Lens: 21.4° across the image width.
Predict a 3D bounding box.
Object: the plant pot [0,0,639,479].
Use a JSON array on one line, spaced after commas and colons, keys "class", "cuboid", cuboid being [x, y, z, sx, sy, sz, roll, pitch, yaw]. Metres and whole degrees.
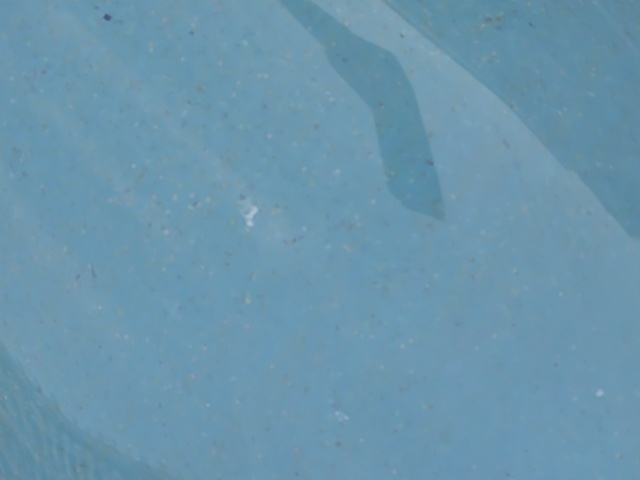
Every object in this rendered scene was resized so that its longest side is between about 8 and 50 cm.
[{"class": "plant pot", "cuboid": [0.000, 0.000, 0.463, 0.255, 0.272, 0.271, 43, 112, -12]}]
